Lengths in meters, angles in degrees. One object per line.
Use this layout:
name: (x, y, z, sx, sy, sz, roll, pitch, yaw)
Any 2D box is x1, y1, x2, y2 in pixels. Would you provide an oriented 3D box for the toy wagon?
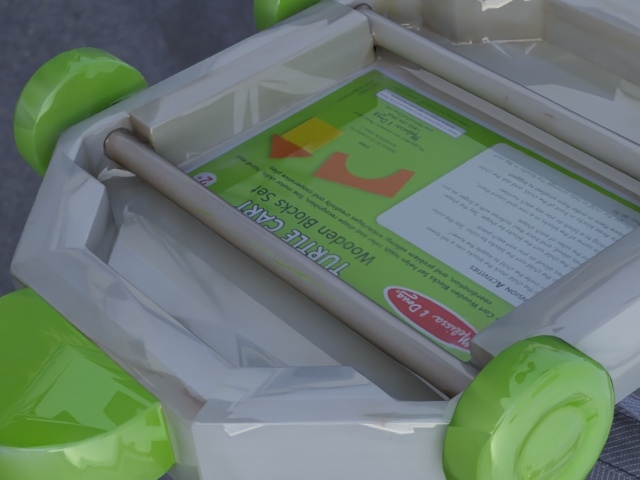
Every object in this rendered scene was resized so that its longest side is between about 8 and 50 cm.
toy wagon: (0.000, 0.000, 0.568, 0.344, 0.267, 0.068, -31, 132, -26)

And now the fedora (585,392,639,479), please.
fedora: (0.173, 0.181, 0.908, 0.124, 0.275, 0.244, -52, 148, -13)
